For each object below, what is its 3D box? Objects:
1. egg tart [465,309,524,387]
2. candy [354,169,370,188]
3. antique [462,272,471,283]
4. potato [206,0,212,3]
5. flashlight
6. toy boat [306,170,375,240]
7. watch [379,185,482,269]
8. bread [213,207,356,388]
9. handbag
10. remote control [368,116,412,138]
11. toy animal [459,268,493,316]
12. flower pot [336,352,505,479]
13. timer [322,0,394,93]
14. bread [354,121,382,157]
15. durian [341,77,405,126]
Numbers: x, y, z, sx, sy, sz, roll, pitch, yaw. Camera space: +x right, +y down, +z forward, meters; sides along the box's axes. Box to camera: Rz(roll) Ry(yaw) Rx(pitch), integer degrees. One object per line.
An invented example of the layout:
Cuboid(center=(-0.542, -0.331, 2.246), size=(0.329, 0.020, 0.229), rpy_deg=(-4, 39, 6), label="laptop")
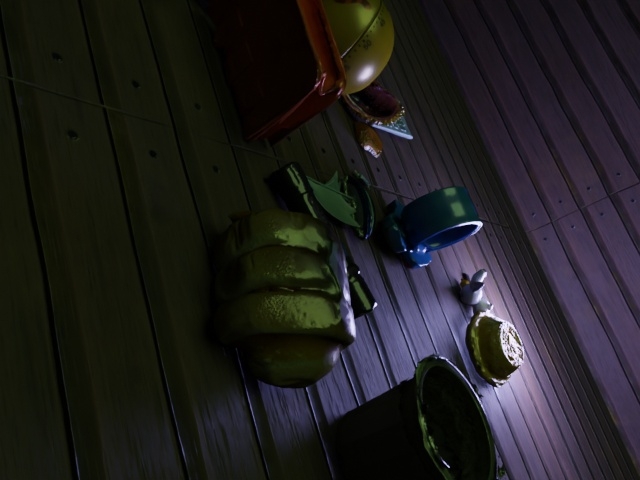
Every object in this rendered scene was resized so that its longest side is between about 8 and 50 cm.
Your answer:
Cuboid(center=(0.609, 0.368, 1.895), size=(0.288, 0.118, 0.288), rpy_deg=(21, 58, -38), label="egg tart")
Cuboid(center=(0.135, -0.197, 1.766), size=(0.083, 0.020, 0.030), rpy_deg=(42, 38, -31), label="candy")
Cuboid(center=(0.590, 0.216, 2.104), size=(0.031, 0.015, 0.192), rpy_deg=(15, 53, -51), label="antique")
Cuboid(center=(-0.238, -0.709, 1.511), size=(0.251, 0.174, 0.159), rpy_deg=(-30, 124, -53), label="potato")
Cuboid(center=(0.000, 0.000, 1.339), size=(0.424, 0.103, 0.103), rpy_deg=(61, 30, 5), label="flashlight")
Cuboid(center=(0.057, -0.131, 1.553), size=(0.292, 0.070, 0.210), rpy_deg=(39, 34, -28), label="toy boat")
Cuboid(center=(0.339, -0.062, 1.709), size=(0.305, 0.275, 0.241), rpy_deg=(8, 59, -60), label="watch")
Cuboid(center=(-0.051, 0.106, 1.055), size=(0.300, 0.210, 0.341), rpy_deg=(33, 40, -35), label="bread")
Cuboid(center=(-0.116, -0.474, 1.348), size=(0.116, 0.304, 0.410), rpy_deg=(-1, 69, -49), label="handbag")
Cuboid(center=(0.267, -0.464, 2.160), size=(0.293, 0.051, 0.103), rpy_deg=(5, 61, -51), label="remote control")
Cuboid(center=(0.566, 0.184, 1.997), size=(0.181, 0.127, 0.131), rpy_deg=(59, 35, -27), label="toy animal")
Cuboid(center=(0.181, 0.397, 1.102), size=(0.290, 0.259, 0.290), rpy_deg=(35, 40, -35), label="flower pot")
Cuboid(center=(0.028, -0.652, 1.690), size=(0.387, 0.376, 0.376), rpy_deg=(36, 38, -24), label="timer")
Cuboid(center=(0.174, -0.362, 1.943), size=(0.129, 0.044, 0.126), rpy_deg=(33, 41, -43), label="bread")
Cuboid(center=(0.181, -0.507, 1.972), size=(0.260, 0.154, 0.186), rpy_deg=(47, 18, 5), label="durian")
